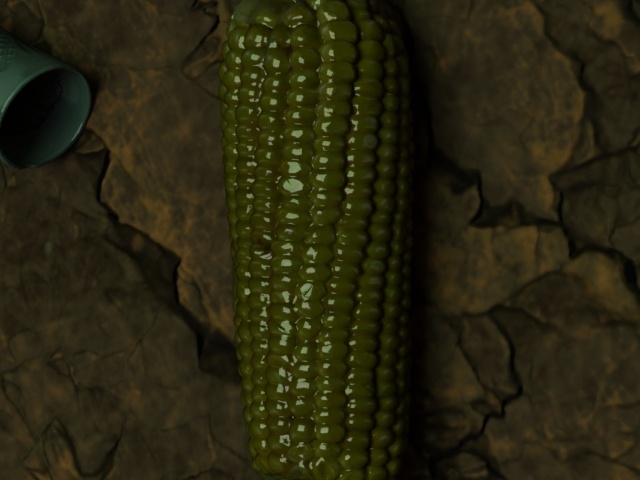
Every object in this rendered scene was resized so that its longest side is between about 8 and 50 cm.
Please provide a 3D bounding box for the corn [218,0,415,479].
[{"bbox_3d":[0.000,0.000,1.360,0.144,0.144,0.387,-4,86,32],"label":"corn"}]

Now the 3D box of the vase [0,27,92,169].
[{"bbox_3d":[-0.293,-0.153,1.585,0.219,0.096,0.096,37,108,31],"label":"vase"}]
